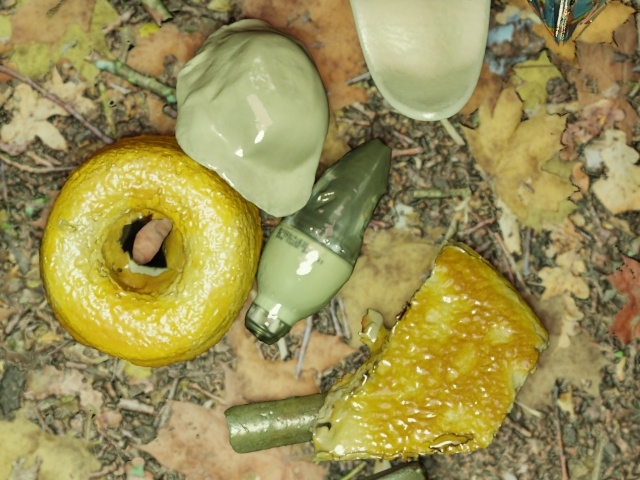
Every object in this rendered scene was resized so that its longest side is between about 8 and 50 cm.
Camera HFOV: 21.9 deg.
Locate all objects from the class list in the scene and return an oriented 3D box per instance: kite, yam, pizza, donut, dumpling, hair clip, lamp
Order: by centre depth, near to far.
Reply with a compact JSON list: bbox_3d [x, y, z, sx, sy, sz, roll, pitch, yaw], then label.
[{"bbox_3d":[0.111,0.146,1.747,0.189,0.071,0.297,38,66,6],"label":"pizza"},{"bbox_3d":[-0.073,-0.141,1.757,0.162,0.132,0.250,9,57,-22],"label":"dumpling"},{"bbox_3d":[-0.183,0.013,1.763,0.254,0.118,0.253,0,98,3],"label":"donut"},{"bbox_3d":[0.000,0.000,1.771,0.101,0.101,0.250,33,85,2],"label":"lamp"},{"bbox_3d":[-0.035,0.193,1.773,0.132,0.054,0.054,-10,84,-4],"label":"yam"},{"bbox_3d":[0.103,-0.258,1.797,0.173,0.113,0.282,-4,83,-3],"label":"hair clip"},{"bbox_3d":[0.283,-0.306,1.833,0.241,0.014,0.183,-8,109,-22],"label":"kite"}]

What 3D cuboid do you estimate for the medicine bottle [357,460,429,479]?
[{"bbox_3d":[0.100,0.399,1.702,0.151,0.151,0.322,-22,85,-4],"label":"medicine bottle"}]
